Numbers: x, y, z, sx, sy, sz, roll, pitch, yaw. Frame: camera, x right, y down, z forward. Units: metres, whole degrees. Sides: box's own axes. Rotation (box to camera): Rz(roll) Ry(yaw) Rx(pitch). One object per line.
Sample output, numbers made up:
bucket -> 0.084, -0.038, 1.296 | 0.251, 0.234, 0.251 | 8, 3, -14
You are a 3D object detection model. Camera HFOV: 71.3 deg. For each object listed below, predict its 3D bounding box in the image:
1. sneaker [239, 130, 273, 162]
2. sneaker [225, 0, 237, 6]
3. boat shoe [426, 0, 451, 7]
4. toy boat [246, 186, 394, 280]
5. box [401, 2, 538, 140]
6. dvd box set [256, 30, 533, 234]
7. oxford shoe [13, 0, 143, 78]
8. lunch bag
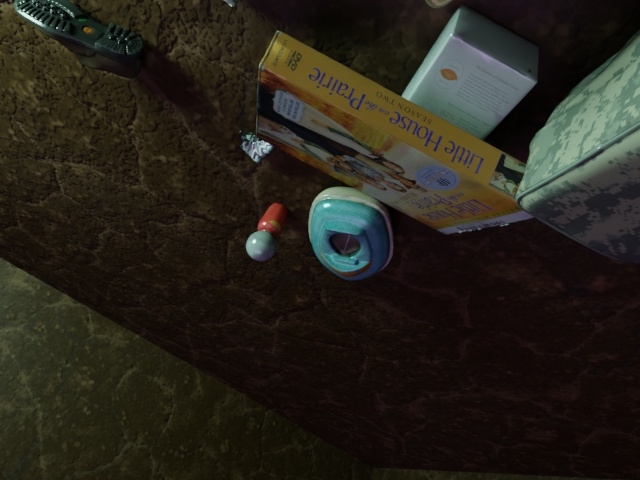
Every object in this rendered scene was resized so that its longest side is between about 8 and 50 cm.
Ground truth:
sneaker -> -0.129, -0.199, 0.885 | 0.069, 0.038, 0.098 | 36, 141, -20
sneaker -> -0.092, -0.383, 0.614 | 0.191, 0.071, 0.083 | 2, 153, 48
boat shoe -> 0.184, -0.342, 0.540 | 0.056, 0.048, 0.153 | 38, 140, -21
toy boat -> 0.000, 0.000, 0.980 | 0.318, 0.148, 0.267 | 8, 142, 17
box -> 0.204, -0.220, 0.649 | 0.130, 0.091, 0.170 | 27, 144, -6
dvd box set -> 0.098, -0.137, 0.722 | 0.420, 0.062, 0.307 | 26, 173, -7
oxford shoe -> -0.436, -0.359, 0.804 | 0.227, 0.082, 0.096 | 28, 147, -7
lunch bag -> 0.393, -0.144, 0.466 | 0.213, 0.256, 0.305 | 25, 161, -3
